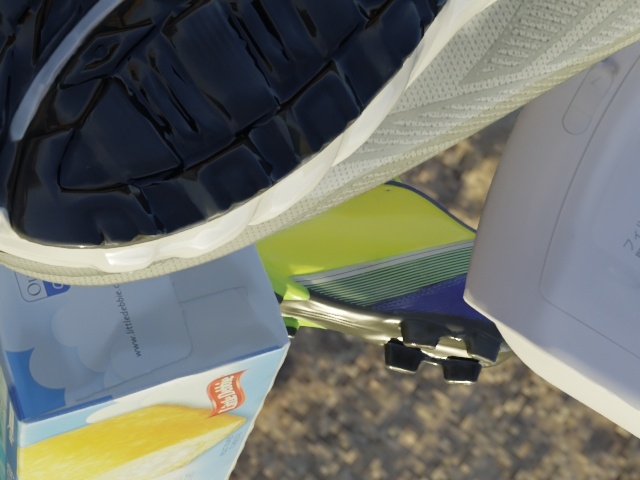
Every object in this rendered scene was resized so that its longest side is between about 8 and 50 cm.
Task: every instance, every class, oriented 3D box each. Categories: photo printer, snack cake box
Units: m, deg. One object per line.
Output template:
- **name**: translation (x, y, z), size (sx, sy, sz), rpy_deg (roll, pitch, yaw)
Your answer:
- **photo printer**: translation (0.234, -0.003, 0.867), size (0.256, 0.307, 0.107), rpy_deg (-59, 177, 6)
- **snack cake box**: translation (-0.090, 0.019, 0.720), size (0.089, 0.152, 0.264), rpy_deg (-17, 163, -14)

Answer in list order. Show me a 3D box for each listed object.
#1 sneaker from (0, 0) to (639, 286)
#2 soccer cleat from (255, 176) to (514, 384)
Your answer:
- **sneaker**: translation (0.032, -0.075, 0.420), size (0.271, 0.100, 0.108), rpy_deg (-27, 172, -15)
- **soccer cleat**: translation (0.000, 0.001, 1.277), size (0.289, 0.093, 0.121), rpy_deg (18, 63, -10)
